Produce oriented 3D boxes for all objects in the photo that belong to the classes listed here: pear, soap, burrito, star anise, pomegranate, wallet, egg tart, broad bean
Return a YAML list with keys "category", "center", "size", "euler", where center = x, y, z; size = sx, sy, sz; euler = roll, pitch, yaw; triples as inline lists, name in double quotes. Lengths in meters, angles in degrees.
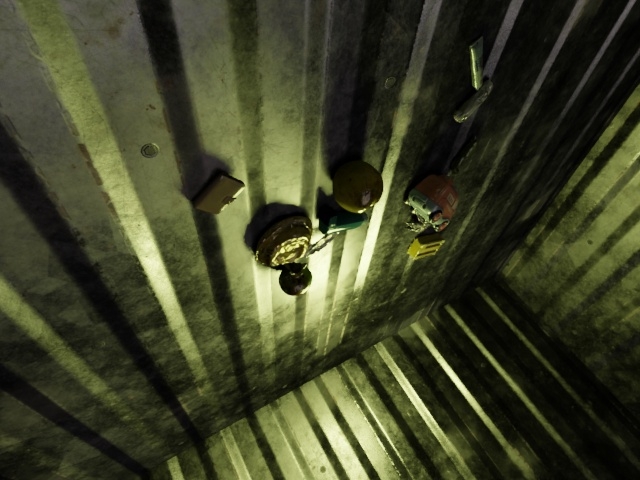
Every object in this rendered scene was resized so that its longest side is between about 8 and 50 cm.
- category: "pear"
  center: [0.146, -0.199, 1.579]
  size: [0.197, 0.197, 0.197]
  euler: [-25, 148, -17]
- category: "soap"
  center: [0.630, 0.032, 2.487]
  size: [0.233, 0.076, 0.135]
  euler: [-9, 140, -39]
- category: "burrito"
  center: [0.619, -0.560, 1.675]
  size: [0.203, 0.064, 0.064]
  euler: [-46, 148, 15]
- category: "star anise"
  center: [0.542, -0.106, 2.221]
  size: [0.181, 0.061, 0.204]
  euler: [-47, 147, 18]
- category: "pomegranate"
  center: [-0.104, 0.167, 1.843]
  size: [0.156, 0.156, 0.220]
  euler: [-24, 172, -19]
- category: "wallet"
  center: [-0.321, -0.148, 1.324]
  size: [0.152, 0.039, 0.117]
  euler: [-42, 147, 17]
- category: "egg tart"
  center: [-0.135, 0.018, 1.685]
  size: [0.278, 0.095, 0.279]
  euler: [-27, 148, -18]
- category: "broad bean"
  center: [0.679, -0.401, 1.963]
  size: [0.070, 0.048, 0.214]
  euler: [-10, 142, -36]

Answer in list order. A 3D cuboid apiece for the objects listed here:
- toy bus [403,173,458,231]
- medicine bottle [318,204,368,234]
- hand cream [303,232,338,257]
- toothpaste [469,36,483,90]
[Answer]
- category: "toy bus"
  center: [0.550, -0.198, 2.001]
  size: [0.232, 0.194, 0.287]
  euler: [-53, 147, 5]
- category: "medicine bottle"
  center: [0.097, -0.091, 1.779]
  size: [0.258, 0.079, 0.124]
  euler: [-10, 138, -37]
- category: "hand cream"
  center: [0.002, 0.003, 1.850]
  size: [0.256, 0.050, 0.084]
  euler: [-34, 147, -10]
- category: "toothpaste"
  center: [0.580, -0.645, 1.543]
  size: [0.060, 0.038, 0.233]
  euler: [-39, 147, -2]
